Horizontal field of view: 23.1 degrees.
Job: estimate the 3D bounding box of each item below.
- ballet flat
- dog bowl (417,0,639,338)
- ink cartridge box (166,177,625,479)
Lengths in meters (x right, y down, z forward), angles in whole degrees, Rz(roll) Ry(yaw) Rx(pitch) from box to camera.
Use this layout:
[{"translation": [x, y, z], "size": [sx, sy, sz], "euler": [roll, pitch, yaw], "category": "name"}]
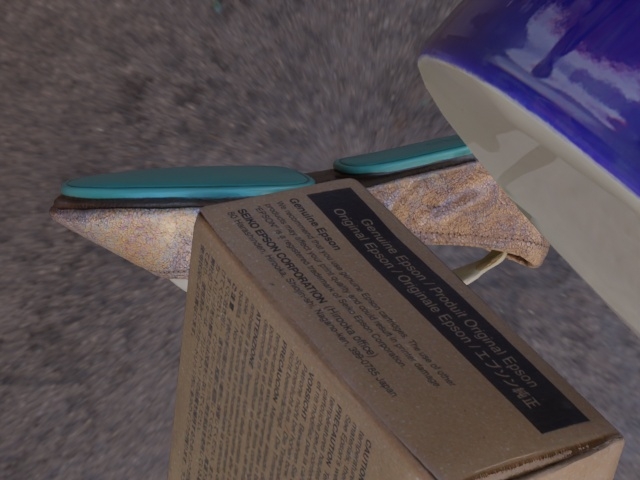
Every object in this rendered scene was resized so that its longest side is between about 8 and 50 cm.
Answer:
[{"translation": [0.000, 0.000, 0.941], "size": [0.316, 0.107, 0.106], "euler": [-7, 101, -12], "category": "ballet flat"}, {"translation": [0.151, 0.008, 0.400], "size": [0.104, 0.265, 0.265], "euler": [-45, 90, 1], "category": "dog bowl"}, {"translation": [0.015, 0.123, 0.665], "size": [0.088, 0.193, 0.235], "euler": [-13, 129, -30], "category": "ink cartridge box"}]
